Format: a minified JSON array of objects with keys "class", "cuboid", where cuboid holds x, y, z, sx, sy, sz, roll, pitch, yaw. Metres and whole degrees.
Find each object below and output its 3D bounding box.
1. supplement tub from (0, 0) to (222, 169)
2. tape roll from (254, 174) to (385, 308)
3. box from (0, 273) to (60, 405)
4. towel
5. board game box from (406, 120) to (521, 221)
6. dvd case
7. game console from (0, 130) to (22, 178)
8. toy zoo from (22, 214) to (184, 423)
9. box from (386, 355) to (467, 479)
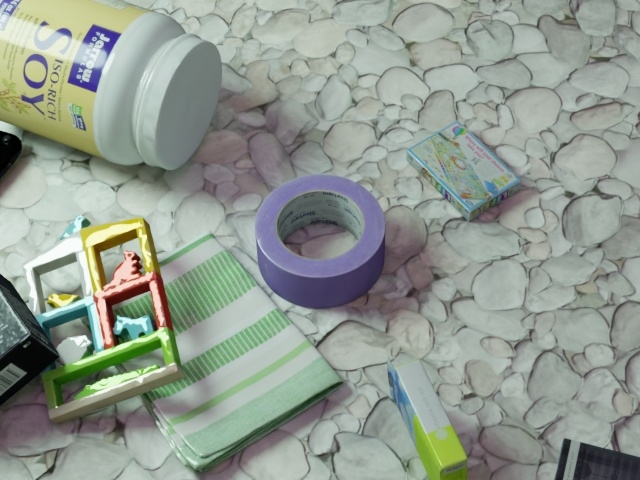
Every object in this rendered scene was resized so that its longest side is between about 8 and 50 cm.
[{"class":"supplement tub","cuboid":[-0.343,-0.255,2.027,0.331,0.241,0.241,20,56,16]},{"class":"tape roll","cuboid":[0.000,0.000,1.929,0.189,0.080,0.189,0,53,0]},{"class":"box","cuboid":[-0.467,0.138,1.802,0.156,0.093,0.158,-39,60,-2]},{"class":"towel","cuboid":[-0.162,0.146,1.850,0.248,0.038,0.325,-30,58,-21]},{"class":"board game box","cuboid":[0.219,-0.108,2.037,0.103,0.026,0.154,-30,58,-19]},{"class":"dvd case","cuboid":[0.403,0.352,1.693,0.221,0.018,0.164,13,56,10]},{"class":"game console","cuboid":[-0.597,-0.045,2.000,0.213,0.044,0.361,21,56,16]},{"class":"toy zoo","cuboid":[-0.309,0.089,1.844,0.192,0.030,0.293,-20,62,8]},{"class":"box","cuboid":[0.139,0.240,1.726,0.042,0.109,0.178,-19,55,-8]}]
